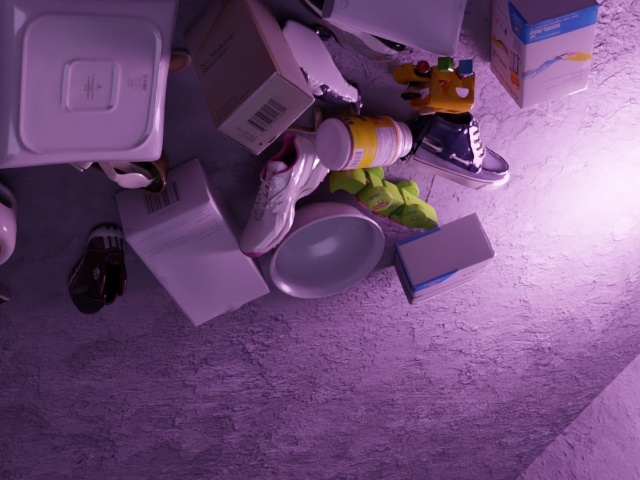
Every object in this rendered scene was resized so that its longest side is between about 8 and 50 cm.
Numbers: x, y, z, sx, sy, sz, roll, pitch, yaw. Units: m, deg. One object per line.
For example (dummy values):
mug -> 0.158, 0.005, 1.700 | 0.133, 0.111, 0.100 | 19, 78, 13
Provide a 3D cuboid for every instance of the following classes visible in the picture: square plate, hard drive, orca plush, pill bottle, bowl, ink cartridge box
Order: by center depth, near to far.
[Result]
square plate -> -0.430, -0.296, 1.639 | 0.343, 0.049, 0.347 | -6, 120, -34
hard drive -> 0.158, -0.497, 1.739 | 0.307, 0.040, 0.203 | 9, 96, -33
orca plush -> -0.023, -0.368, 1.864 | 0.287, 0.102, 0.151 | 16, 82, -49
ink cartridge box -> 0.479, -0.440, 1.923 | 0.168, 0.171, 0.233 | -18, 139, -6
pill bottle -> 0.102, -0.224, 2.004 | 0.214, 0.117, 0.117 | -8, 140, -37
bowl -> 0.000, 0.000, 2.210 | 0.297, 0.134, 0.298 | -13, 138, -12
ink cartridge box -> 0.319, 0.055, 2.332 | 0.223, 0.129, 0.307 | -22, 167, -1

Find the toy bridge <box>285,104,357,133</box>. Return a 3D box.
toy bridge -> -0.008, -0.272, 1.993 | 0.188, 0.026, 0.063 | -14, 140, -12

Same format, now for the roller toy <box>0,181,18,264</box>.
roller toy -> -0.725, -0.039, 1.823 | 0.191, 0.146, 0.209 | -3, 142, -9

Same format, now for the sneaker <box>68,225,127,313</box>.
sneaker -> -0.520, 0.113, 2.070 | 0.106, 0.163, 0.281 | 2, 134, -26

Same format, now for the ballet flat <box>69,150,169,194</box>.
ballet flat -> -0.450, -0.177, 1.816 | 0.116, 0.124, 0.342 | -43, 136, 21

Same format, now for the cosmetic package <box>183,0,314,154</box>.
cosmetic package -> -0.140, -0.327, 1.654 | 0.160, 0.310, 0.113 | -42, 137, 19

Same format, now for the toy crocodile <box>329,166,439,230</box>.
toy crocodile -> 0.167, -0.100, 2.196 | 0.340, 0.115, 0.105 | 23, 127, -38

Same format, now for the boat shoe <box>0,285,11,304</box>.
boat shoe -> -0.773, 0.114, 2.048 | 0.038, 0.046, 0.125 | -35, 147, 7

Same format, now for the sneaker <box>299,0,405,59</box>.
sneaker -> 0.047, -0.440, 1.785 | 0.271, 0.100, 0.108 | 27, 151, -33

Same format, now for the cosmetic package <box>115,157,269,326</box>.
cosmetic package -> -0.292, 0.014, 2.078 | 0.217, 0.156, 0.385 | -23, 141, 1

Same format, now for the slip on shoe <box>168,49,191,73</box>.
slip on shoe -> -0.322, -0.344, 1.756 | 0.135, 0.041, 0.051 | -10, 138, -15

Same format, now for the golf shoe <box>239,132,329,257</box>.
golf shoe -> -0.106, -0.108, 2.002 | 0.306, 0.115, 0.140 | -58, 137, -9

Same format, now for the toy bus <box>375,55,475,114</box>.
toy bus -> 0.234, -0.324, 1.900 | 0.202, 0.105, 0.191 | 1, 180, 18

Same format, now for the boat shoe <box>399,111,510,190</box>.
boat shoe -> 0.355, -0.227, 2.129 | 0.340, 0.127, 0.158 | 8, 138, -31
